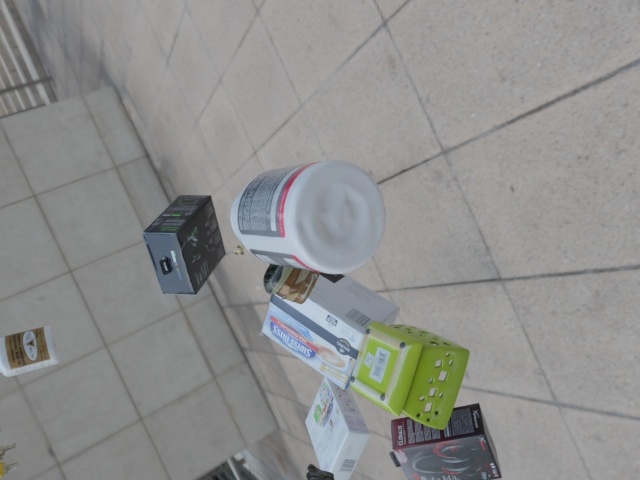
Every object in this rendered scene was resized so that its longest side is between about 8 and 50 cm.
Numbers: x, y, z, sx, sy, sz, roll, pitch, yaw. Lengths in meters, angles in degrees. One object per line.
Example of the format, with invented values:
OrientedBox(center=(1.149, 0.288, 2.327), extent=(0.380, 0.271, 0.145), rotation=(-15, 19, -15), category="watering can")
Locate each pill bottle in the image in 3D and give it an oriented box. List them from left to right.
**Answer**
OrientedBox(center=(-0.971, 0.363, 1.799), extent=(0.131, 0.229, 0.131), rotation=(45, 141, 52), category="pill bottle")
OrientedBox(center=(-0.044, -0.041, 0.978), extent=(0.318, 0.176, 0.176), rotation=(5, 118, 61), category="pill bottle")

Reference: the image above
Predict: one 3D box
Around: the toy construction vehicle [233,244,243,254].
OrientedBox(center=(-0.243, 0.026, 1.826), extent=(0.098, 0.085, 0.035), rotation=(58, -148, -81), category="toy construction vehicle")

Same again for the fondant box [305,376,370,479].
OrientedBox(center=(0.057, 0.707, 2.121), extent=(0.330, 0.096, 0.238), rotation=(-124, 52, -62), category="fondant box")

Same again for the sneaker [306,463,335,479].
OrientedBox(center=(0.027, 0.691, 1.593), extent=(0.170, 0.089, 0.051), rotation=(11, 95, 22), category="sneaker")

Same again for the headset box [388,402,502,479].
OrientedBox(center=(0.347, 0.604, 1.620), extent=(0.110, 0.293, 0.218), rotation=(-83, -28, -55), category="headset box")

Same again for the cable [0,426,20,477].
OrientedBox(center=(-0.789, 0.485, 1.154), extent=(0.139, 0.287, 0.072), rotation=(47, 132, 22), category="cable")

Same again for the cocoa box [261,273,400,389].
OrientedBox(center=(0.027, 0.252, 1.782), extent=(0.347, 0.231, 0.228), rotation=(31, 121, 22), category="cocoa box")

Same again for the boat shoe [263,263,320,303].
OrientedBox(center=(0.000, 0.000, 1.257), extent=(0.119, 0.324, 0.122), rotation=(33, -170, -14), category="boat shoe")

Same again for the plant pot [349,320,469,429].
OrientedBox(center=(0.221, 0.344, 1.487), extent=(0.227, 0.207, 0.228), rotation=(17, 88, 55), category="plant pot")

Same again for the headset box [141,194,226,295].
OrientedBox(center=(-0.455, 0.017, 1.899), extent=(0.131, 0.283, 0.247), rotation=(1, 123, 17), category="headset box")
